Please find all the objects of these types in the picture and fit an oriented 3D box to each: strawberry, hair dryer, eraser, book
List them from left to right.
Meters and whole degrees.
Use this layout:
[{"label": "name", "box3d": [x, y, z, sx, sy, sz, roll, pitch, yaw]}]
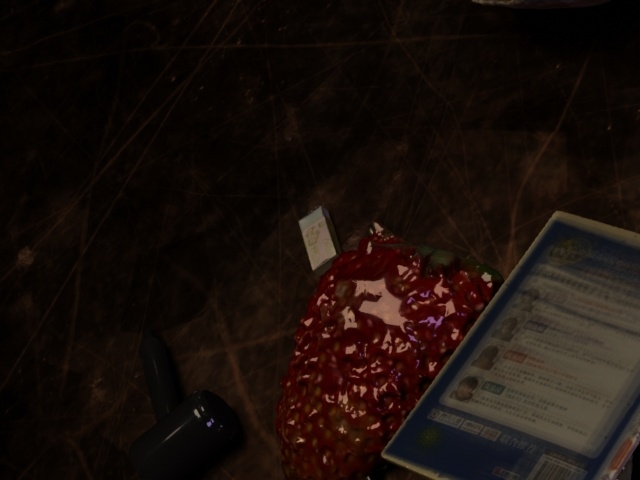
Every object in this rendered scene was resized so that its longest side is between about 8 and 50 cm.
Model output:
[{"label": "hair dryer", "box3d": [-0.170, 0.176, 2.014, 0.114, 0.070, 0.248, -40, 34, 15]}, {"label": "eraser", "box3d": [0.000, 0.000, 2.001, 0.038, 0.019, 0.083, -36, 43, 20]}, {"label": "strawberry", "box3d": [0.046, 0.125, 1.788, 0.233, 0.138, 0.306, 23, 77, 46]}, {"label": "book", "box3d": [0.229, 0.117, 1.606, 0.228, 0.018, 0.322, 20, 62, 41]}]

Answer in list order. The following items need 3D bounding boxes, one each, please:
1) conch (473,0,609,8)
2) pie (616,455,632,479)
[{"label": "conch", "box3d": [0.304, -0.363, 1.855, 0.352, 0.210, 0.297, -50, 23, 47]}, {"label": "pie", "box3d": [0.187, 0.234, 1.616, 0.201, 0.090, 0.248, 25, 82, 47]}]
